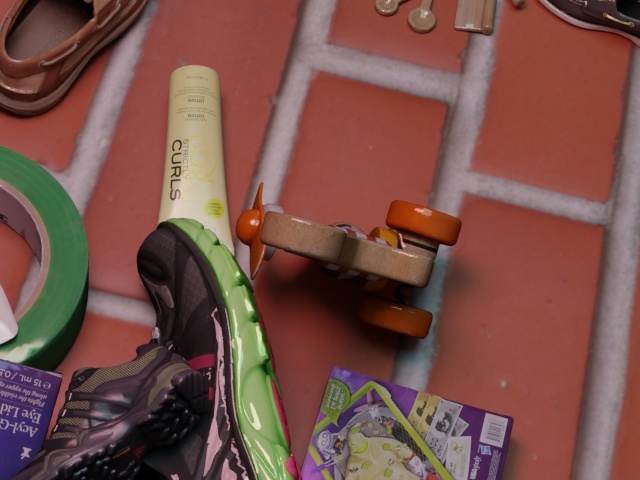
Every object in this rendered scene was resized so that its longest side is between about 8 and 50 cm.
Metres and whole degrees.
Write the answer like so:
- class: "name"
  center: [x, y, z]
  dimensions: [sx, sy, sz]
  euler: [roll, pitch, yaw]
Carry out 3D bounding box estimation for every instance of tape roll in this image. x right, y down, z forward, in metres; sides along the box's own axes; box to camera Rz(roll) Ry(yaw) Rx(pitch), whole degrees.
- class: "tape roll"
  center: [-0.413, 0.036, 1.844]
  dimensions: [0.321, 0.077, 0.321]
  euler: [4, 57, -6]

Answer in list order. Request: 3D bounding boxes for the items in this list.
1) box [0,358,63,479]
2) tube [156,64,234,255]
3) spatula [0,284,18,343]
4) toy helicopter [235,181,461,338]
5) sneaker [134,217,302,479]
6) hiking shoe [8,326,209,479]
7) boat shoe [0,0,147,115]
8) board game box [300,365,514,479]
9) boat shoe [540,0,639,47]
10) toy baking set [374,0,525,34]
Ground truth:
- class: "box"
  center: [-0.356, 0.214, 1.667]
  dimensions: [0.153, 0.108, 0.207]
  euler: [16, 75, -12]
- class: "tube"
  center: [-0.145, -0.090, 1.977]
  dimensions: [0.070, 0.062, 0.240]
  euler: [-18, 58, 29]
- class: "spatula"
  center: [-0.437, 0.034, 1.788]
  dimensions: [0.168, 0.019, 0.242]
  euler: [-24, 63, -15]
- class: "toy helicopter"
  center: [0.000, 0.000, 1.786]
  dimensions: [0.235, 0.355, 0.140]
  euler: [17, 89, 15]
- class: "sneaker"
  center: [-0.140, 0.168, 1.732]
  dimensions: [0.202, 0.185, 0.483]
  euler: [-14, 49, -2]
- class: "hiking shoe"
  center: [-0.218, 0.183, 1.633]
  dimensions: [0.227, 0.086, 0.114]
  euler: [-36, 45, -10]
- class: "boat shoe"
  center: [-0.284, -0.295, 2.030]
  dimensions: [0.123, 0.116, 0.324]
  euler: [27, 65, 3]
- class: "board game box"
  center: [0.065, 0.309, 1.754]
  dimensions: [0.208, 0.056, 0.347]
  euler: [19, 56, -1]
- class: "boat shoe"
  center: [0.385, -0.306, 2.182]
  dimensions: [0.228, 0.068, 0.081]
  euler: [24, 57, 7]
- class: "toy baking set"
  center: [0.148, -0.368, 2.212]
  dimensions: [0.197, 0.030, 0.256]
  euler: [-10, 59, -14]
